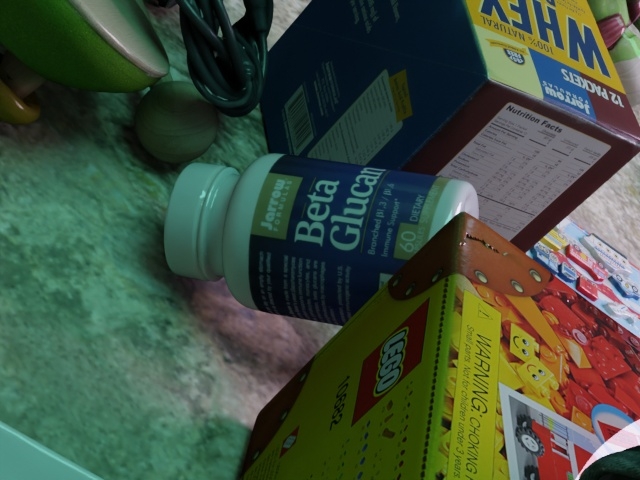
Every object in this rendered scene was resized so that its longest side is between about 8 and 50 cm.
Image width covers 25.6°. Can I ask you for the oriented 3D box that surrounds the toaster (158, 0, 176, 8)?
[{"bbox_3d":[-0.114,-0.281,1.033,0.185,0.110,0.168,44,34,-1],"label":"toaster"}]

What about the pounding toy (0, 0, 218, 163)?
[{"bbox_3d":[-0.177,-0.128,0.845,0.183,0.110,0.237,57,9,29],"label":"pounding toy"}]

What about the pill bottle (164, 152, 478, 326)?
[{"bbox_3d":[0.000,0.000,0.818,0.169,0.094,0.094,9,32,16],"label":"pill bottle"}]

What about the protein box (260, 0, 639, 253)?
[{"bbox_3d":[0.076,-0.092,0.950,0.136,0.201,0.200,19,43,-33],"label":"protein box"}]

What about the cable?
[{"bbox_3d":[-0.059,-0.155,0.904,0.047,0.150,0.184,1,59,6],"label":"cable"}]

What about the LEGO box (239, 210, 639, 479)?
[{"bbox_3d":[0.129,0.274,0.601,0.372,0.193,0.500,35,31,-13],"label":"LEGO box"}]

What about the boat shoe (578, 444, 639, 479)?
[{"bbox_3d":[0.202,0.189,0.491,0.105,0.113,0.306,1,47,-43],"label":"boat shoe"}]

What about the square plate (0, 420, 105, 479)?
[{"bbox_3d":[-0.220,0.171,0.503,0.347,0.049,0.344,32,37,-11],"label":"square plate"}]

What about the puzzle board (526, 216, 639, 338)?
[{"bbox_3d":[0.215,0.019,1.142,0.128,0.011,0.096,34,36,-15],"label":"puzzle board"}]

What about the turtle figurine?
[{"bbox_3d":[0.228,-0.254,1.358,0.266,0.274,0.198,60,10,-12],"label":"turtle figurine"}]
